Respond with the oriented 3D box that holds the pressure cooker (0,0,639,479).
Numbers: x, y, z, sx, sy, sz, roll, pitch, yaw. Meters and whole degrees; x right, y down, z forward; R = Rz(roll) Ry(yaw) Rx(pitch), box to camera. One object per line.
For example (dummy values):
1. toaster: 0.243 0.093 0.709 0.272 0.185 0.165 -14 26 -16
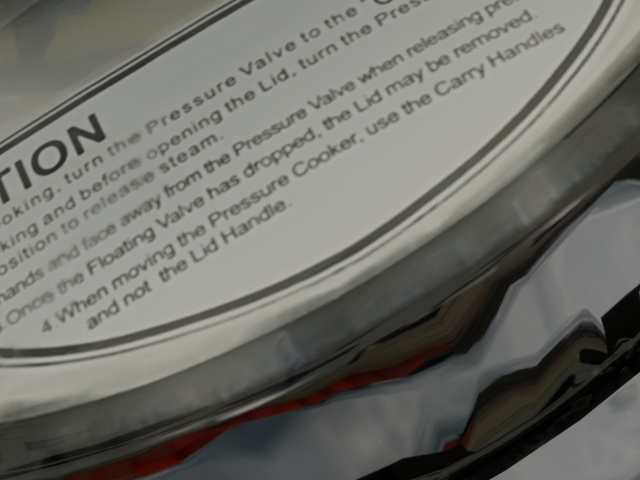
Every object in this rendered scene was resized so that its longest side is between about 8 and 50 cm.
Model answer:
1. pressure cooker: -0.004 -0.003 0.509 0.376 0.420 0.370 6 -127 33
